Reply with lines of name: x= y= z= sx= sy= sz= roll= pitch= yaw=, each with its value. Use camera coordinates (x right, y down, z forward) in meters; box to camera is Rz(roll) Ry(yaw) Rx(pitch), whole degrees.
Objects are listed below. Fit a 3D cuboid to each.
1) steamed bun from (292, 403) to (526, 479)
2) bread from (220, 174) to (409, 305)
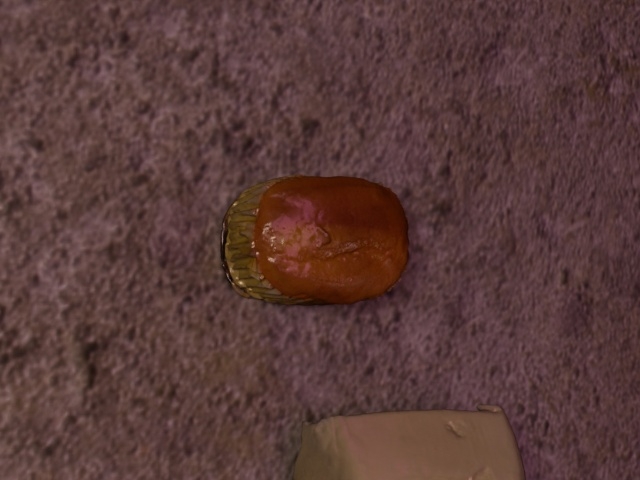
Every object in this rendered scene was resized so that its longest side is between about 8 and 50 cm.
steamed bun: x=0.079 y=0.265 z=1.252 sx=0.225 sy=0.170 sz=0.200 roll=10 pitch=45 yaw=-17
bread: x=0.000 y=0.000 z=1.253 sx=0.190 sy=0.114 sz=0.132 roll=-2 pitch=86 yaw=-29
